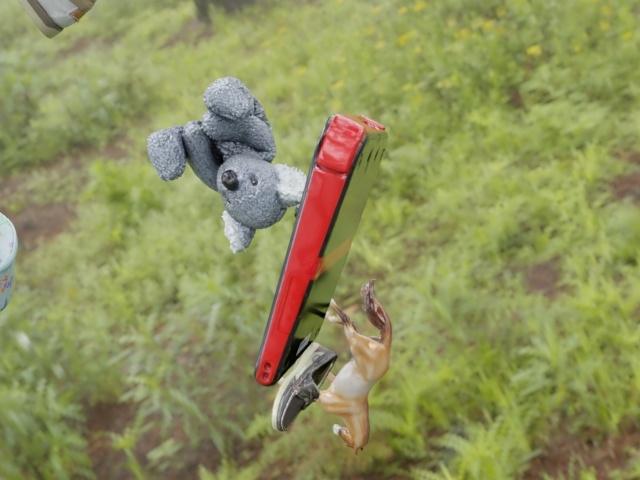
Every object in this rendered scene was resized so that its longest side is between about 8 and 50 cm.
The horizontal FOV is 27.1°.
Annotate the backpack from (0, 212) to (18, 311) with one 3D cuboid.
[{"bbox_3d":[-0.586,0.018,2.008,0.253,0.191,0.225,11,26,-14],"label":"backpack"}]

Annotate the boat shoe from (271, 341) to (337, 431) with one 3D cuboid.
[{"bbox_3d":[-0.023,0.213,1.928,0.049,0.056,0.152,14,58,24],"label":"boat shoe"}]

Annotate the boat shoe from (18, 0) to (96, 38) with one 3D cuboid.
[{"bbox_3d":[-0.460,-0.461,2.031,0.103,0.302,0.113,-31,28,6],"label":"boat shoe"}]

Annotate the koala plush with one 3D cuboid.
[{"bbox_3d":[-0.121,-0.108,2.102,0.196,0.221,0.203,-39,-22,14],"label":"koala plush"}]

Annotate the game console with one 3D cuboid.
[{"bbox_3d":[0.000,0.000,1.763,0.386,0.060,0.342,-31,-39,-80],"label":"game console"}]

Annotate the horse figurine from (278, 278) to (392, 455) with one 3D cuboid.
[{"bbox_3d":[0.042,0.192,2.053,0.066,0.174,0.263,-22,-35,-58],"label":"horse figurine"}]
